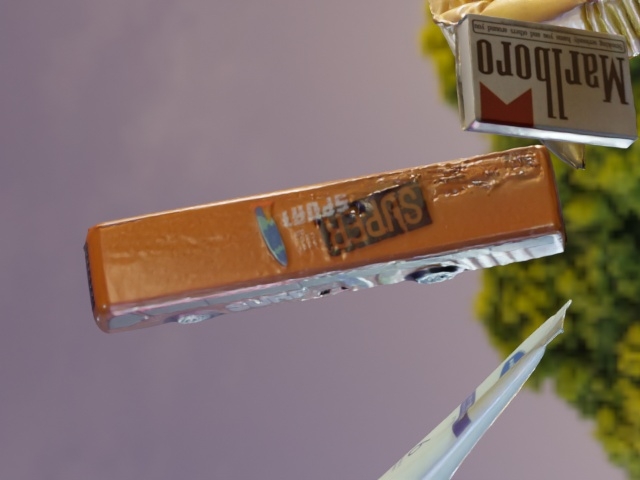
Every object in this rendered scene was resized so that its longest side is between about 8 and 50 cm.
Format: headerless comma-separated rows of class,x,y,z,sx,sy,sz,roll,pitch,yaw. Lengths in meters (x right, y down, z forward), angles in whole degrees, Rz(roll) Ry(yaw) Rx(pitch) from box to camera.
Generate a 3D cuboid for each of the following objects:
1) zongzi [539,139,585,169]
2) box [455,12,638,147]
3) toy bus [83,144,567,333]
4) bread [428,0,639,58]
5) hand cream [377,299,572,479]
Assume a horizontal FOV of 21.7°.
zongzi,0.306,-0.190,2.291,0.160,0.078,0.176,50,-163,-20
box,0.219,-0.153,1.619,0.036,0.177,0.115,138,134,-63
toy bus,0.000,0.000,1.403,0.092,0.408,0.093,62,-162,-75
bread,0.272,-0.291,1.923,0.156,0.288,0.204,44,-146,-54
hand cream,0.116,0.183,1.473,0.321,0.067,0.109,-49,-3,17
